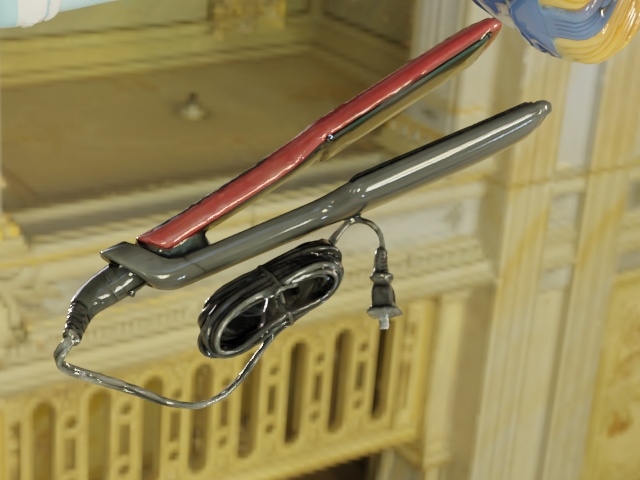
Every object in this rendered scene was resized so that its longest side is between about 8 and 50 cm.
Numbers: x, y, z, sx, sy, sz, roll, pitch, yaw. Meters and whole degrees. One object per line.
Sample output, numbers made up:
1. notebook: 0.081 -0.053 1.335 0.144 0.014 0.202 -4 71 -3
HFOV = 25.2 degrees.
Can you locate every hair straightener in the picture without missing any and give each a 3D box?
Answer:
1. hair straightener: 0.000 0.000 0.578 0.230 0.089 0.047 -31 173 -15

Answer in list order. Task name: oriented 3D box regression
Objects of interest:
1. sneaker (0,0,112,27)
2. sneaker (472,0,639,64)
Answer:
1. sneaker: -0.100 -0.281 0.763 0.208 0.318 0.127 -8 -163 -21
2. sneaker: 0.005 -0.143 0.326 0.131 0.111 0.296 13 163 31
